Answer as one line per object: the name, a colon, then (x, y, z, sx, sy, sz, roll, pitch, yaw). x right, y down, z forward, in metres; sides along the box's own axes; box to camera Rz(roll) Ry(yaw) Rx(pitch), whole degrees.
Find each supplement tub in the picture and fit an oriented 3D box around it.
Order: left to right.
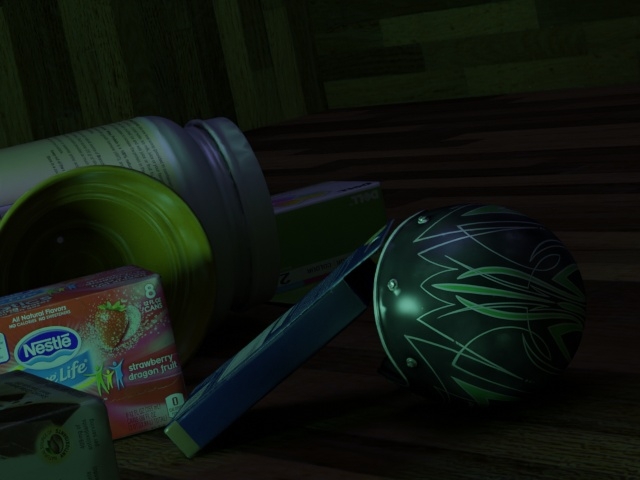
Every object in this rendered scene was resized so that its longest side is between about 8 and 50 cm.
supplement tub: (-0.227, 0.007, 1.911, 0.325, 0.235, 0.235, -15, 9, -20)

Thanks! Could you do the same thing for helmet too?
helmet: (0.115, 0.049, 1.432, 0.169, 0.169, 0.161, -13, -6, -13)

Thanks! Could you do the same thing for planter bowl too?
planter bowl: (-0.210, 0.038, 1.743, 0.217, 0.217, 0.090, -15, 9, -20)

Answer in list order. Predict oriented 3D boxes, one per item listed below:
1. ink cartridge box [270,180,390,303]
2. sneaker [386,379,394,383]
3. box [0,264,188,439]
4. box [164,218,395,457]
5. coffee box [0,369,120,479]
ink cartridge box: (0.000, 0.000, 2.121, 0.189, 0.097, 0.255, -16, 9, -27)
sneaker: (0.096, 0.098, 1.579, 0.044, 0.040, 0.109, 13, 24, 29)
box: (-0.252, 0.113, 1.610, 0.257, 0.128, 0.122, -15, 9, -16)
box: (-0.020, 0.075, 1.517, 0.225, 0.036, 0.136, -42, 2, 12)
coffee box: (-0.293, 0.184, 1.230, 0.297, 0.119, 0.168, -16, 10, -27)
